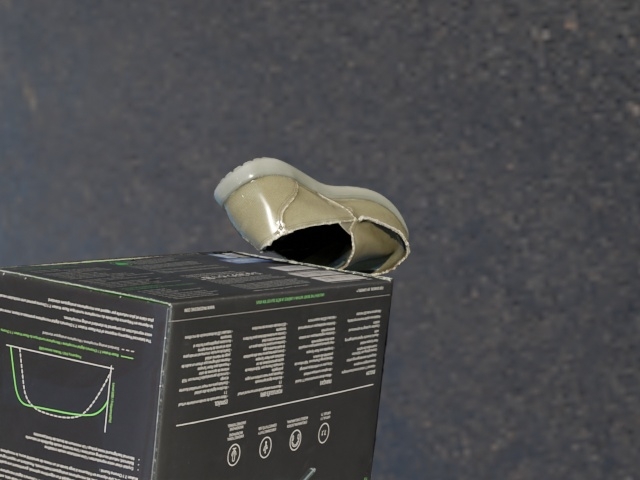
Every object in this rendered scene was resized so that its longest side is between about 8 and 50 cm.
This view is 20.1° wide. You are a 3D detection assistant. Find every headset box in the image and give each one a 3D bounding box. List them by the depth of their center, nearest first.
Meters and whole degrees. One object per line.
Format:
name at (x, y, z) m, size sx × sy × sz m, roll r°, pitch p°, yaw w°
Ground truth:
headset box at (-0.082, 0.157, 1.075) m, size 0.131 × 0.246 × 0.283 m, roll 9°, pitch 97°, yaw 31°

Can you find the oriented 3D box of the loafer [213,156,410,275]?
loafer at (0.000, 0.000, 1.659) m, size 0.094 × 0.251 × 0.087 m, roll -38°, pitch 58°, yaw 26°
